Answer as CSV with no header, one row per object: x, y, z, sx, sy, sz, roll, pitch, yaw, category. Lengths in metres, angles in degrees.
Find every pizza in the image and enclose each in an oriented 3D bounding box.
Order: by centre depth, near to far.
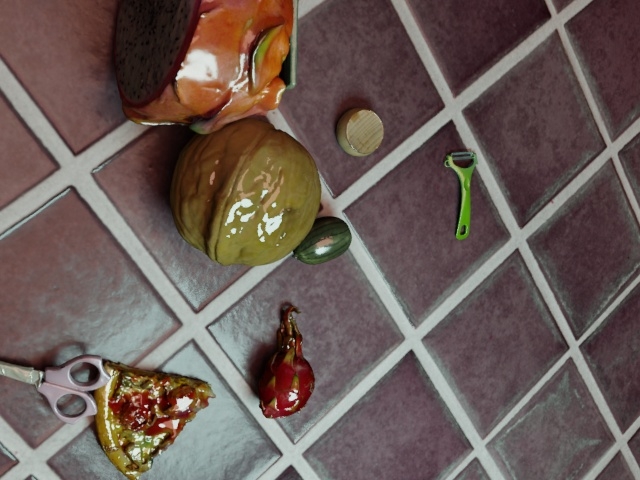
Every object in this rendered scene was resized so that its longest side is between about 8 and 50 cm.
-0.254,0.258,1.199,0.193,0.053,0.200,-26,109,-23,pizza

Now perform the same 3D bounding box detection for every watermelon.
0.000,0.000,1.286,0.111,0.078,0.078,-21,107,-23,watermelon

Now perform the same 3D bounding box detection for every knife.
0.266,-0.083,1.455,0.078,0.023,0.166,-6,100,-23,knife

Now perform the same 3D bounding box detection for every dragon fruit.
-0.144,-0.284,1.052,0.189,0.291,0.290,6,95,-36,dragon fruit
-0.047,0.207,1.291,0.094,0.094,0.190,20,76,-30,dragon fruit

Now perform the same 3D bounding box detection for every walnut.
-0.112,-0.068,1.147,0.228,0.228,0.227,-5,100,-28,walnut

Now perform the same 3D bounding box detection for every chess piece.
0.067,-0.185,1.319,0.084,0.038,0.083,-5,101,-26,chess piece

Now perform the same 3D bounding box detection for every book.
-0.043,-0.367,1.140,0.025,0.215,0.282,1,100,-4,book

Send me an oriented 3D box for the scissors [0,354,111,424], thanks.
-0.413,0.194,1.107,0.212,0.021,0.110,21,95,-20,scissors
